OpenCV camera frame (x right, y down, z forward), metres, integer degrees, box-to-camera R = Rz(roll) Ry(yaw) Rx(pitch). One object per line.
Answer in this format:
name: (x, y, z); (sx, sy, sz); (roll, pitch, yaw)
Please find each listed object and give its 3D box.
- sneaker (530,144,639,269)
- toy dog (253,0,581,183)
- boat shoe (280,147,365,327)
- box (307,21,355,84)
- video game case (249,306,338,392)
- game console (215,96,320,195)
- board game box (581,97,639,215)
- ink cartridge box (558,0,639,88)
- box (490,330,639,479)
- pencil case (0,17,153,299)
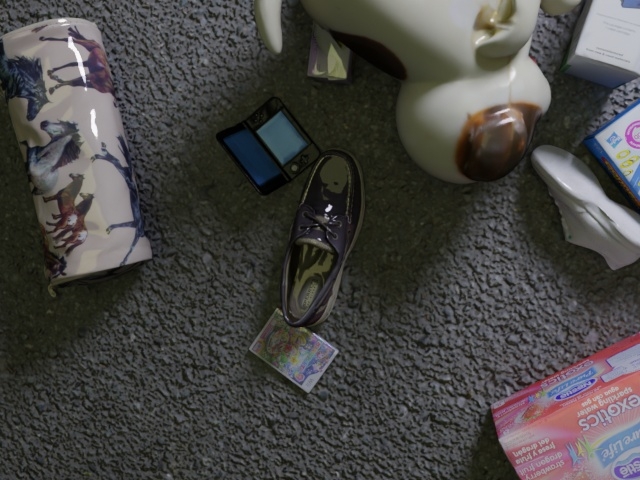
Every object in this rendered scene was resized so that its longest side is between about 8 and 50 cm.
sneaker: (0.373, -0.043, 1.024); (0.212, 0.080, 0.094); (49, 142, 15)
toy dog: (0.156, -0.267, 0.911); (0.395, 0.284, 0.408); (-38, 111, -18)
boat shoe: (0.000, 0.000, 1.075); (0.102, 0.092, 0.285); (16, 97, 9)
box: (0.033, -0.398, 1.047); (0.063, 0.067, 0.324); (8, 96, 8)
video game case: (-0.044, 0.177, 1.141); (0.122, 0.011, 0.087); (35, 100, 5)
game console: (-0.078, -0.147, 1.086); (0.107, 0.071, 0.122); (-38, 89, 11)
board game box: (0.586, -0.113, 0.968); (0.308, 0.086, 0.302); (-37, 88, 11)
ink cartridge box: (0.407, -0.325, 0.943); (0.093, 0.154, 0.213); (21, 99, 8)
box: (0.411, 0.251, 0.999); (0.300, 0.154, 0.142); (-30, 90, 10)
pencil case: (-0.389, -0.121, 1.096); (0.183, 0.160, 0.411); (-13, 93, 3)
